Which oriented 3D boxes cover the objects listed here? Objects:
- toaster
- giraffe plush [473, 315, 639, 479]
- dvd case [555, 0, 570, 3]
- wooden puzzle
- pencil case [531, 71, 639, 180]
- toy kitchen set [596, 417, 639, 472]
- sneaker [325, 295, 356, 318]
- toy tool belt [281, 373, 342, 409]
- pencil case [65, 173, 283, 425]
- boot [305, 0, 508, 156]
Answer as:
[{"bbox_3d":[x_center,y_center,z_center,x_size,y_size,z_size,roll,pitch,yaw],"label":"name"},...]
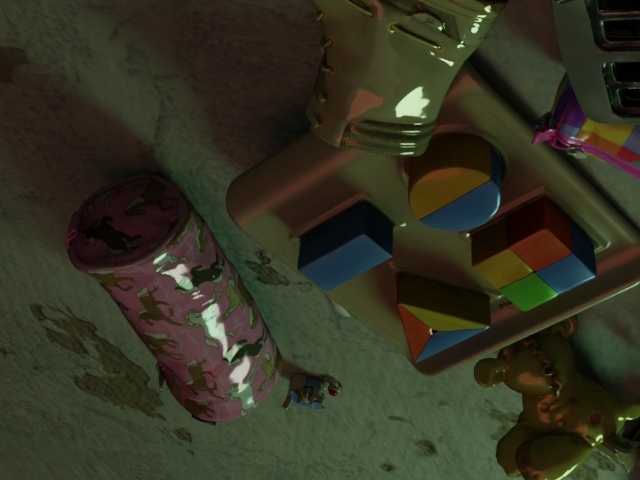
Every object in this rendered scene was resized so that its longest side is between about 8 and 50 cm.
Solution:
[{"bbox_3d":[0.270,-0.184,0.965,0.186,0.110,0.168,4,143,27],"label":"toaster"},{"bbox_3d":[0.270,0.178,1.484,0.170,0.181,0.210,53,152,-8],"label":"giraffe plush"},{"bbox_3d":[0.241,-0.276,0.817,0.239,0.030,0.179,-12,99,36],"label":"dvd case"},{"bbox_3d":[0.120,0.004,1.289,0.322,0.080,0.348,-29,122,32],"label":"wooden puzzle"},{"bbox_3d":[0.310,-0.086,1.101,0.236,0.104,0.104,22,148,-2],"label":"pencil case"},{"bbox_3d":[0.373,0.233,1.565,0.068,0.075,0.083,31,164,42],"label":"toy kitchen set"},{"bbox_3d":[0.000,0.000,1.437,0.092,0.087,0.228,6,138,34],"label":"sneaker"},{"bbox_3d":[-0.013,0.229,1.807,0.083,0.051,0.052,3,144,26],"label":"toy tool belt"},{"bbox_3d":[-0.182,0.081,1.592,0.160,0.167,0.386,40,163,39],"label":"pencil case"},{"bbox_3d":[0.008,-0.189,1.090,0.262,0.095,0.203,19,132,-7],"label":"boot"}]
